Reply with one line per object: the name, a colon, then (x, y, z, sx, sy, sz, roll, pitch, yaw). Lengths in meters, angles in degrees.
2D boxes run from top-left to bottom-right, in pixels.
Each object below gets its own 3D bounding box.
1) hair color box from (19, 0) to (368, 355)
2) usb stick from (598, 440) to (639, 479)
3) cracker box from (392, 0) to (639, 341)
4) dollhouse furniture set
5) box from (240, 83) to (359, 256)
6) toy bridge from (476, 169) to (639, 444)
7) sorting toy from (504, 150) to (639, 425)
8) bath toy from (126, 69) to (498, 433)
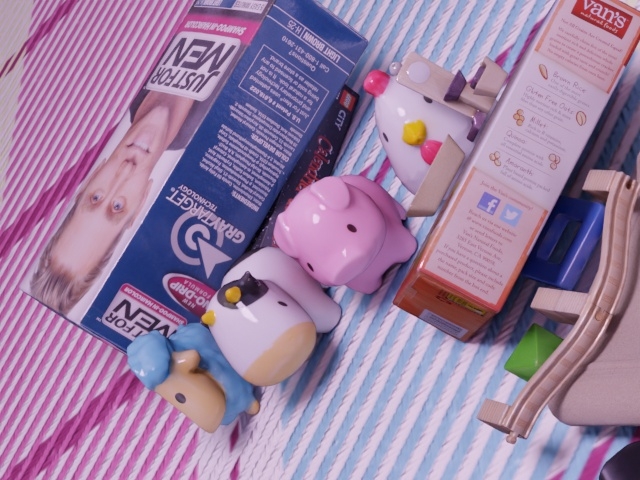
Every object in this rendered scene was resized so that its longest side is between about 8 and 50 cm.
hair color box: (-0.117, -0.065, 1.544, 0.347, 0.105, 0.174, -60, 28, -6)
usb stick: (0.209, 0.175, 0.878, 0.077, 0.045, 0.278, -19, 20, 1)
cracker box: (0.137, -0.052, 1.204, 0.232, 0.067, 0.156, -62, -2, -11)
dollhouse furniture set: (0.071, -0.083, 1.248, 0.114, 0.081, 0.091, -62, -3, -11)
box: (-0.062, -0.034, 1.585, 0.159, 0.044, 0.233, -15, 48, 51)
toy bridge: (0.159, 0.043, 1.087, 0.063, 0.026, 0.188, 6, 69, 65)
sorting toy: (0.233, 0.026, 1.050, 0.348, 0.047, 0.196, -12, 52, 62)
bath toy: (0.000, 0.000, 1.365, 0.348, 0.129, 0.151, -46, 29, 16)
